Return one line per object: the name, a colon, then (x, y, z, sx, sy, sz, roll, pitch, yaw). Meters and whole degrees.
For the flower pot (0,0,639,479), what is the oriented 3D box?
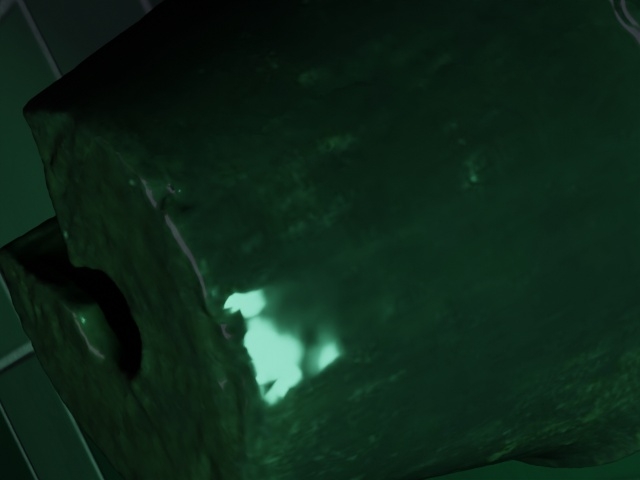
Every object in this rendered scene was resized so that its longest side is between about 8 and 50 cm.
flower pot: (0.000, 0.000, 0.805, 0.379, 0.251, 0.379, 33, 136, 38)
